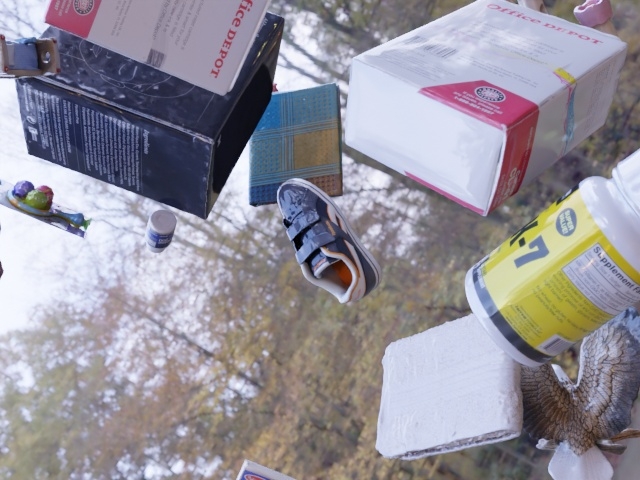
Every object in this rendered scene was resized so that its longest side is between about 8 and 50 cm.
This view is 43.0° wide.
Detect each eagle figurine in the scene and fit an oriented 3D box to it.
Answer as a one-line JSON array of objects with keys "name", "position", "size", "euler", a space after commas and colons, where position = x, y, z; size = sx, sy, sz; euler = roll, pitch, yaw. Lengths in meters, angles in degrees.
[{"name": "eagle figurine", "position": [0.429, 0.257, 1.396], "size": [0.226, 0.225, 0.298], "euler": [-32, -54, -28]}]

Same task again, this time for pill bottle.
[{"name": "pill bottle", "position": [-0.394, -0.019, 1.988], "size": [0.067, 0.067, 0.120], "euler": [-50, -5, -36]}, {"name": "pill bottle", "position": [0.248, 0.016, 0.756], "size": [0.208, 0.119, 0.119], "euler": [-42, -8, 28]}]

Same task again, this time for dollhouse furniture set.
[{"name": "dollhouse furniture set", "position": [-0.553, -0.378, 1.410], "size": [0.129, 0.128, 0.184], "euler": [-21, -71, -61]}]

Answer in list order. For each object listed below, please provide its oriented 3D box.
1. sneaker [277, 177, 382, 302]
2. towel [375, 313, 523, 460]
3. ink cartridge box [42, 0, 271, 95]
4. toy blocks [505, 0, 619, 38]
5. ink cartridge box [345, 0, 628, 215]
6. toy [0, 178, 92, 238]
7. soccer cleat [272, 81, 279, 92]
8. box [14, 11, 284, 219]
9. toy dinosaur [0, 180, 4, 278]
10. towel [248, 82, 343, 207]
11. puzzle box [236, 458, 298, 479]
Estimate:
[{"name": "sneaker", "position": [0.000, 0.000, 1.819], "size": [0.127, 0.321, 0.126], "euler": [-33, -12, -49]}, {"name": "towel", "position": [0.175, 0.204, 1.146], "size": [0.282, 0.049, 0.187], "euler": [-32, 42, 49]}, {"name": "ink cartridge box", "position": [-0.233, -0.365, 1.185], "size": [0.207, 0.282, 0.117], "euler": [-63, 26, 16]}, {"name": "toy blocks", "position": [0.342, -0.366, 1.500], "size": [0.288, 0.308, 0.260], "euler": [-43, -71, -37]}, {"name": "ink cartridge box", "position": [0.212, -0.185, 1.030], "size": [0.306, 0.226, 0.131], "euler": [-31, -40, -38]}, {"name": "toy", "position": [-0.628, -0.091, 1.838], "size": [0.056, 0.237, 0.137], "euler": [-57, 18, 13]}, {"name": "soccer cleat", "position": [-0.223, -0.448, 2.511], "size": [0.095, 0.248, 0.083], "euler": [-39, -58, -30]}, {"name": "box", "position": [-0.394, -0.378, 1.965], "size": [0.297, 0.471, 0.480], "euler": [104, -173, -52]}, {"name": "toy dinosaur", "position": [-0.675, 0.022, 1.582], "size": [0.200, 0.296, 0.127], "euler": [-24, 5, 7]}, {"name": "towel", "position": [-0.071, -0.270, 2.279], "size": [0.040, 0.271, 0.370], "euler": [67, -162, -61]}, {"name": "puzzle box", "position": [-0.045, 0.719, 1.925], "size": [0.052, 0.408, 0.272], "euler": [-104, 37, -83]}]
